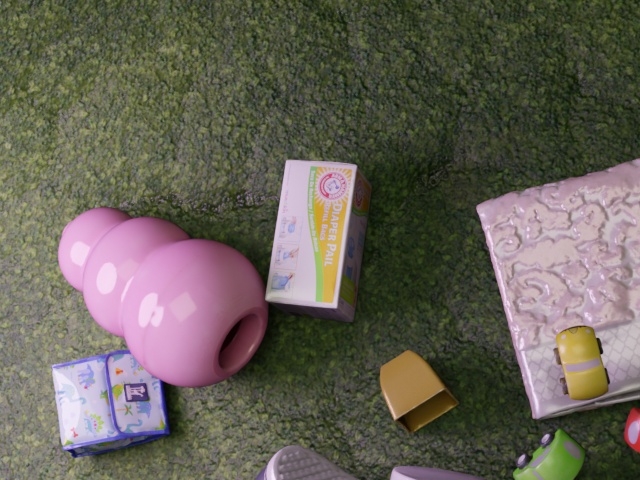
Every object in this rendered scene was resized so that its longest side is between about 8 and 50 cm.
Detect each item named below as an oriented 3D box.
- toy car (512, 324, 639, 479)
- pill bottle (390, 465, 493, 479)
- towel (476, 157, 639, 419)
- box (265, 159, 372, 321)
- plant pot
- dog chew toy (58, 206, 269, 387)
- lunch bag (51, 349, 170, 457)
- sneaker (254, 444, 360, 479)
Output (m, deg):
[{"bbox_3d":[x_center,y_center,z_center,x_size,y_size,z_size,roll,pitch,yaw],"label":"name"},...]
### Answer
[{"bbox_3d":[0.338,0.252,1.563,0.239,0.053,0.225,40,106,-8],"label":"toy car"},{"bbox_3d":[0.129,0.479,1.411,0.229,0.229,0.408,10,87,16],"label":"pill bottle"},{"bbox_3d":[0.401,0.054,1.624,0.331,0.053,0.317,-14,74,10],"label":"towel"},{"bbox_3d":[0.000,0.000,1.706,0.103,0.114,0.203,5,78,15],"label":"box"},{"bbox_3d":[0.125,0.197,1.651,0.081,0.081,0.083,-33,60,5],"label":"plant pot"},{"bbox_3d":[-0.233,0.062,1.715,0.332,0.206,0.207,31,86,27],"label":"dog chew toy"},{"bbox_3d":[-0.295,0.229,1.745,0.151,0.096,0.129,-10,72,-3],"label":"lunch bag"},{"bbox_3d":[0.048,0.394,1.602,0.321,0.126,0.127,36,130,-3],"label":"sneaker"}]
